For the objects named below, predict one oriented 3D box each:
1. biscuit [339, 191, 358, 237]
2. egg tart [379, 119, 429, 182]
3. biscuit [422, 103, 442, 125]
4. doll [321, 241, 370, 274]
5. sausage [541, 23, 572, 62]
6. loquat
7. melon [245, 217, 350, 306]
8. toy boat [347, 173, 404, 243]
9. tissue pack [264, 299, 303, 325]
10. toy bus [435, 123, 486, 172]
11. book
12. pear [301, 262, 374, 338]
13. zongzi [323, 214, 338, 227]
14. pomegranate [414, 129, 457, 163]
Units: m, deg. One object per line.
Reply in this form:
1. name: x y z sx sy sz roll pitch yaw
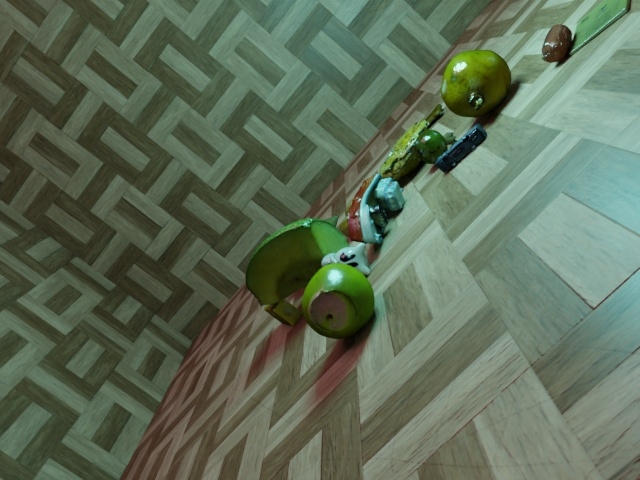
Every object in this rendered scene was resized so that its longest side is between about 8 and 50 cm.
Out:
1. biscuit: 0.175 -0.147 2.162 0.213 0.091 0.274 -44 9 44
2. egg tart: 0.329 -0.321 2.088 0.290 0.107 0.291 -54 8 11
3. biscuit: 0.439 -0.483 2.390 0.205 0.031 0.138 -46 10 25
4. doll: 0.075 0.078 1.730 0.107 0.110 0.181 -12 -9 -25
5. sausage: 0.644 -0.535 1.548 0.076 0.076 0.141 -40 13 48
6. loquat: 0.473 -0.472 1.737 0.213 0.214 0.246 -43 23 37
7. melon: -0.095 0.081 1.933 0.344 0.225 0.331 -18 -16 21
8. toy boat: 0.186 -0.094 1.821 0.133 0.145 0.331 -12 30 27
9. tissue pack: -0.136 0.256 2.052 0.062 0.095 0.176 -54 11 -15
10. toy bus: 0.414 -0.272 1.679 0.166 0.047 0.065 -42 8 34
11. book: 0.735 -0.586 1.494 0.168 0.013 0.192 -39 15 49
12. pear: 0.048 0.150 1.418 0.187 0.187 0.220 -49 -4 11
13. zongzi: 0.000 0.000 2.277 0.317 0.154 0.289 -46 17 -10
14. pomegranate: 0.375 -0.311 1.846 0.142 0.114 0.114 -28 5 -14
